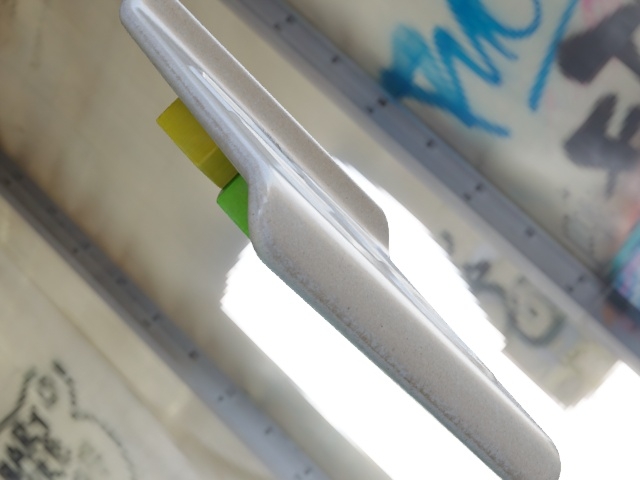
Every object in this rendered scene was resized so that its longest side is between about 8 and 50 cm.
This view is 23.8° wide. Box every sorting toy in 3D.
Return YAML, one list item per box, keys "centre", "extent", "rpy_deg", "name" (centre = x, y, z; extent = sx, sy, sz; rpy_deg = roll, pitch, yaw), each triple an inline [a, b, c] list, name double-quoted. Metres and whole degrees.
- centre: [0.000, 0.000, 0.620]
  extent: [0.038, 0.208, 0.193]
  rpy_deg: [-42, -55, 7]
  name: "sorting toy"
